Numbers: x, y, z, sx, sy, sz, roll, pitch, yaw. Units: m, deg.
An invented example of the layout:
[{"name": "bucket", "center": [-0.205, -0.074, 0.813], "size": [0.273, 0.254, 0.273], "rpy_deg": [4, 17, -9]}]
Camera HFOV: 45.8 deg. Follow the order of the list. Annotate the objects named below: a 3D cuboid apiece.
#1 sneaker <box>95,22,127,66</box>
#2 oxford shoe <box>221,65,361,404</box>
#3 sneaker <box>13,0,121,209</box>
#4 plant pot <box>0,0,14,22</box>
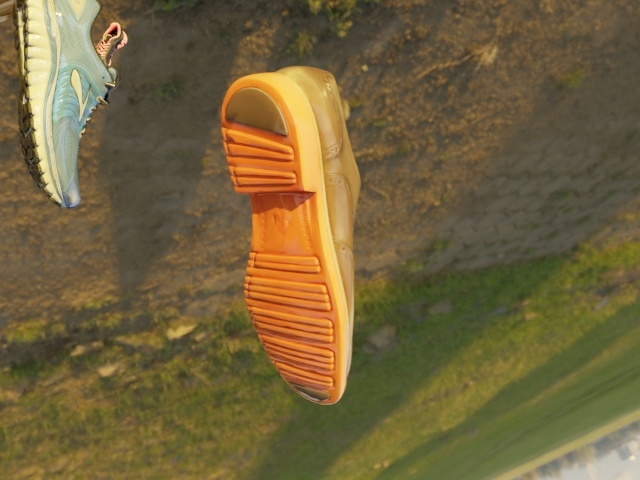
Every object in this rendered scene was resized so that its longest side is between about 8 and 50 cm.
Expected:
[{"name": "sneaker", "center": [-0.438, -0.395, 1.544], "size": [0.057, 0.047, 0.119], "rpy_deg": [118, -2, -68]}, {"name": "oxford shoe", "center": [0.000, 0.000, 0.795], "size": [0.130, 0.363, 0.133], "rpy_deg": [11, -154, 35]}, {"name": "sneaker", "center": [-0.363, -0.207, 1.119], "size": [0.147, 0.330, 0.130], "rpy_deg": [-4, -165, -30]}, {"name": "plant pot", "center": [-0.540, -0.473, 1.280], "size": [0.188, 0.205, 0.205], "rpy_deg": [1, 168, 23]}]
